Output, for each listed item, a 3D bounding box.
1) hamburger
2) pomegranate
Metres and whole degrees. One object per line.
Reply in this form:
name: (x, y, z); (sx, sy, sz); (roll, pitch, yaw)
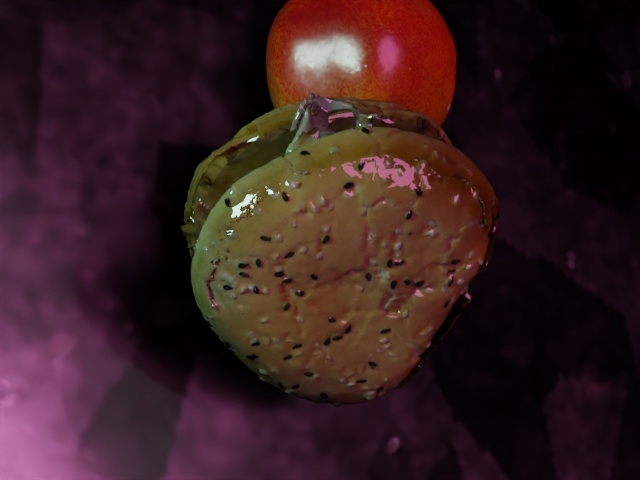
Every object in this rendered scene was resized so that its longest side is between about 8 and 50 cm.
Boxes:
hamburger: (0.000, 0.000, 1.242); (0.276, 0.318, 0.195); (20, 25, -24)
pomegranate: (0.045, -0.176, 1.371); (0.220, 0.221, 0.257); (0, 98, -33)
